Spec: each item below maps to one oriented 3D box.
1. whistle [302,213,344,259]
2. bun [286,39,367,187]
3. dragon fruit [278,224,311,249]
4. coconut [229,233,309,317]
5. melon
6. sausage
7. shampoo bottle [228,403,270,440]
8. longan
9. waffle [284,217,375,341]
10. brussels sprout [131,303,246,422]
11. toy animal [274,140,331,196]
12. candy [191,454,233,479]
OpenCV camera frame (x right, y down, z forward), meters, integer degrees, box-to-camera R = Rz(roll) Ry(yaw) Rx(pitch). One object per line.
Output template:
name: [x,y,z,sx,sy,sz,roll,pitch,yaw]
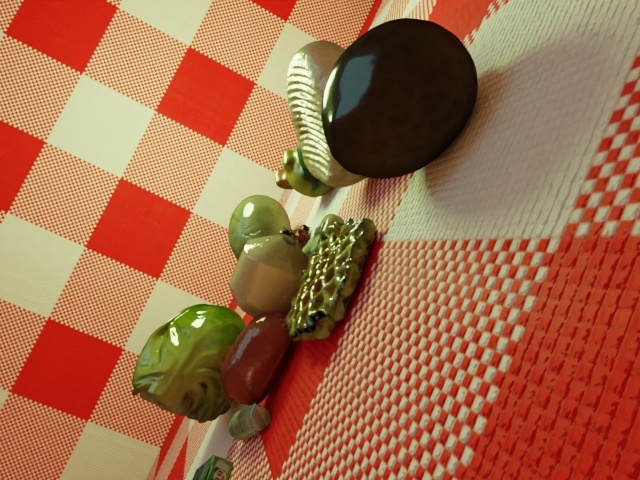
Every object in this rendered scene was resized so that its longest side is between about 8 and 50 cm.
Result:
whistle: [0.000,0.000,1.358,0.126,0.067,0.258,-67,9,-22]
bun: [0.056,-0.328,1.254,0.365,0.219,0.366,163,90,-71]
dragon fruit: [-0.094,0.002,1.704,0.142,0.175,0.139,10,83,47]
coconut: [-0.124,0.090,1.324,0.241,0.241,0.241,-59,12,21]
melon: [-0.249,-0.027,2.036,0.268,0.268,0.330,-52,39,46]
sausage: [-0.155,0.293,1.222,0.255,0.148,0.148,-62,11,-5]
shampoo bottle: [-0.179,0.448,1.198,0.212,0.049,0.072,135,133,-55]
longan: [0.138,-0.245,0.863,0.300,0.243,0.300,-29,-2,-1]
waffle: [0.014,0.089,1.084,0.297,0.073,0.317,-66,14,-14]
brussels sprout: [-0.395,0.380,1.586,0.361,0.342,0.425,-69,13,-20]
toy animal: [-0.018,-0.257,1.714,0.338,0.215,0.191,-41,52,54]
candy: [-0.298,0.642,1.289,0.194,0.062,0.097,-52,15,47]
